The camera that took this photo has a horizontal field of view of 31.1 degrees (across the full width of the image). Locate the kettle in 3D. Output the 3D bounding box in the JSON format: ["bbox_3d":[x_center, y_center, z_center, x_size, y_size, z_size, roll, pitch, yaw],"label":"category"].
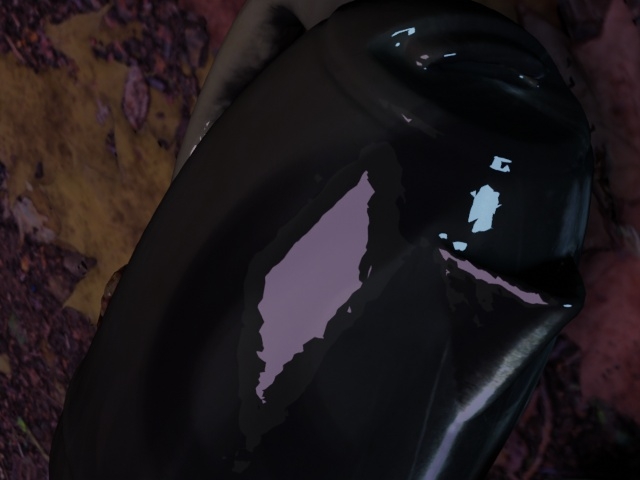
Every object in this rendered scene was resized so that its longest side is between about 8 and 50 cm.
[{"bbox_3d":[0.000,0.000,0.617,0.324,0.228,0.321,-62,37,31],"label":"kettle"}]

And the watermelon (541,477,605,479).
[{"bbox_3d":[0.197,0.254,0.611,0.175,0.188,0.322,-4,104,-8],"label":"watermelon"}]

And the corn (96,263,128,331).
[{"bbox_3d":[-0.126,0.122,0.827,0.086,0.086,0.253,22,120,30],"label":"corn"}]
